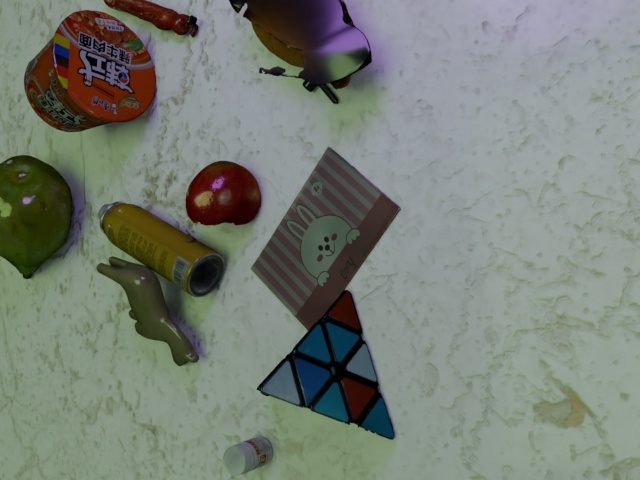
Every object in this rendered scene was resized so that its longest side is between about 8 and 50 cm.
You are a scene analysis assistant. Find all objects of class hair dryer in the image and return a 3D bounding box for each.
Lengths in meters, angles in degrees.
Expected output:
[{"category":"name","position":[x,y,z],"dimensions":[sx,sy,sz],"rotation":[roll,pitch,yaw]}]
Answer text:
[{"category":"hair dryer","position":[0.006,-0.287,1.314],"dimensions":[0.047,0.026,0.083],"rotation":[-48,71,24]}]

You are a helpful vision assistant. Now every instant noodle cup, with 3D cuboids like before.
[{"category":"instant noodle cup","position":[-0.528,-0.362,1.549],"dimensions":[0.192,0.250,0.251],"rotation":[-11,81,40]}]

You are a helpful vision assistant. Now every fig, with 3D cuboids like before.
[{"category":"fig","position":[-0.700,-0.044,1.694],"dimensions":[0.233,0.233,0.314],"rotation":[13,138,33]}]

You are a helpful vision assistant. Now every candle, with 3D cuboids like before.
[{"category":"candle","position":[-0.397,-0.522,1.578],"dimensions":[0.329,0.048,0.051],"rotation":[28,89,32]}]

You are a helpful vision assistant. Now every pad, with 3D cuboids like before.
[{"category":"pad","position":[0.000,0.000,1.311],"dimensions":[0.202,0.005,0.300],"rotation":[44,111,27]}]

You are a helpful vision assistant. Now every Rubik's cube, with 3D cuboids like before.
[{"category":"Rubik's cube","position":[-0.024,0.209,1.180],"dimensions":[0.284,0.234,0.250],"rotation":[16,96,34]}]

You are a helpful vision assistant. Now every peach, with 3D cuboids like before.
[{"category":"peach","position":[-0.201,-0.094,1.381],"dimensions":[0.151,0.118,0.151],"rotation":[-2,85,18]}]

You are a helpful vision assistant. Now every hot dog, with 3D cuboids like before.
[{"category":"hot dog","position":[-0.035,-0.387,1.290],"dimensions":[0.194,0.107,0.326],"rotation":[-33,70,14]}]

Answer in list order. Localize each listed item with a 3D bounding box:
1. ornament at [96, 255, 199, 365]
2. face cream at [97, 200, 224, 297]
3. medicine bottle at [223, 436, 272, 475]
[{"category":"ornament","position":[-0.360,0.158,1.475],"dimensions":[0.244,0.061,0.230],"rotation":[13,125,41]},{"category":"face cream","position":[-0.361,0.003,1.490],"dimensions":[0.348,0.105,0.105],"rotation":[27,102,32]},{"category":"medicine bottle","position":[-0.138,0.413,1.330],"dimensions":[0.057,0.089,0.057],"rotation":[-1,88,33]}]
